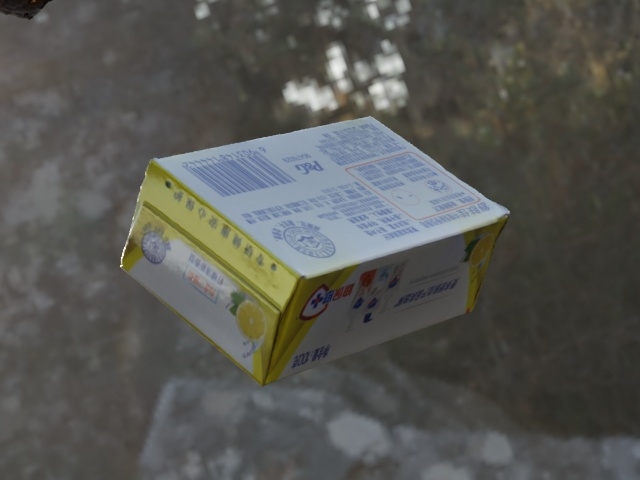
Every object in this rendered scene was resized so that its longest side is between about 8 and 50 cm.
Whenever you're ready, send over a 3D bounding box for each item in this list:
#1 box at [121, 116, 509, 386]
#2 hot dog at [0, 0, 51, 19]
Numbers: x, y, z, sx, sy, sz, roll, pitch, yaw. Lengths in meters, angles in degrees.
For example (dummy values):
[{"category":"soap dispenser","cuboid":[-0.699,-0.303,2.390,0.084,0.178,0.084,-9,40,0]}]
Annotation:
[{"category":"box","cuboid":[0.000,0.000,1.359,0.265,0.168,0.097,-18,-44,-49]},{"category":"hot dog","cuboid":[-0.152,-0.194,0.974,0.065,0.147,0.099,7,-15,-28]}]
